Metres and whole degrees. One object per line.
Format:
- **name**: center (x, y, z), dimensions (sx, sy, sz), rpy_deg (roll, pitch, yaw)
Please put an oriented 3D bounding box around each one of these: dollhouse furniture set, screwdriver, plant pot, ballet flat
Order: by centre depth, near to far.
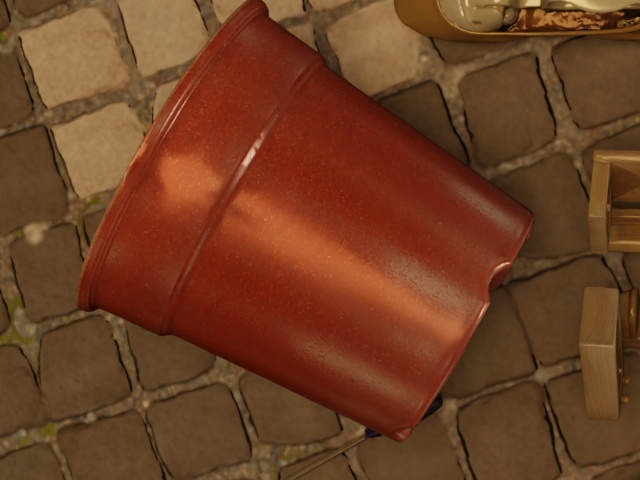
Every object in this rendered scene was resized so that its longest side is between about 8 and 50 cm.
- **dollhouse furniture set**: center (0.262, 0.037, 1.269), dimensions (0.123, 0.144, 0.151), rpy_deg (2, 57, 14)
- **plant pot**: center (0.000, 0.000, 1.289), dimensions (0.265, 0.272, 0.272), rpy_deg (30, 100, 3)
- **ballet flat**: center (0.165, -0.193, 1.318), dimensions (0.232, 0.073, 0.080), rpy_deg (1, 93, 15)
- **screwdriver**: center (0.026, 0.163, 1.404), dimensions (0.170, 0.024, 0.025), rpy_deg (-28, 56, 21)
